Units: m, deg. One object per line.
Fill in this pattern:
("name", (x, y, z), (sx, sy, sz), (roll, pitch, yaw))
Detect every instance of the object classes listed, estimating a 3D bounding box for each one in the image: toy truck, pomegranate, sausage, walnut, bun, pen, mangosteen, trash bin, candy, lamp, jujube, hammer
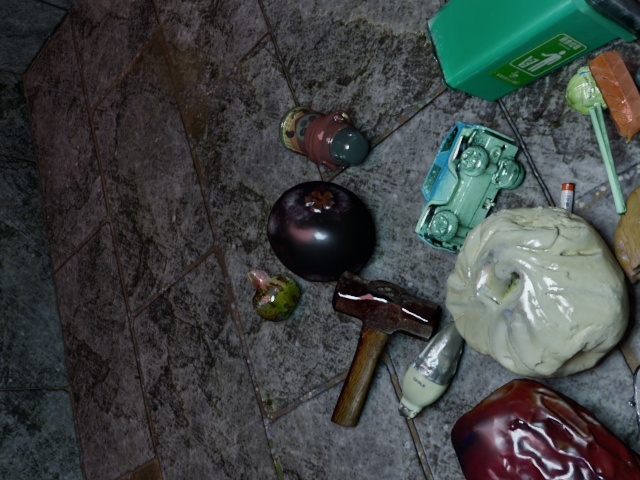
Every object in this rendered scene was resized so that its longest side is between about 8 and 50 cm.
("toy truck", (0.317, -0.110, 1.540), (0.156, 0.155, 0.279), (40, 111, 49))
("pomegranate", (-0.130, 0.140, 1.915), (0.138, 0.163, 0.125), (-43, 23, -20))
("sausage", (0.552, -0.264, 1.306), (0.065, 0.065, 0.169), (-31, 66, 36))
("walnut", (0.620, -0.027, 1.244), (0.238, 0.141, 0.204), (0, 77, 47))
("bun", (0.396, 0.100, 1.358), (0.359, 0.211, 0.360), (1, 92, 50))
("pen", (0.493, -0.009, 1.439), (0.026, 0.026, 0.218), (4, 87, 44))
("mangosteen", (0.000, 0.000, 1.779), (0.275, 0.275, 0.302), (53, 154, 35))
("trash bin", (0.417, -0.478, 1.432), (0.381, 0.259, 0.295), (-30, 64, 40))
("candy", (0.535, -0.193, 1.344), (0.093, 0.092, 0.336), (-1, 61, 2))
("lamp", (0.247, 0.286, 1.573), (0.101, 0.101, 0.250), (37, 106, 40))
("jujube", (0.423, 0.413, 1.294), (0.376, 0.258, 0.258), (28, 103, 28))
("hammer", (0.109, 0.285, 1.673), (0.242, 0.095, 0.409), (21, 114, 10))

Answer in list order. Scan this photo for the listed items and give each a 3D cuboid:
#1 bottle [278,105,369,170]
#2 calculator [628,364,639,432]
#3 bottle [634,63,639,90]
("bottle", (0.019, -0.272, 1.853), (0.271, 0.143, 0.156), (26, 127, 45))
("calculator", (0.664, 0.282, 1.219), (0.268, 0.040, 0.177), (-9, 77, 43))
("bottle", (0.684, -0.211, 1.214), (0.144, 0.144, 0.336), (-52, 50, 25))
